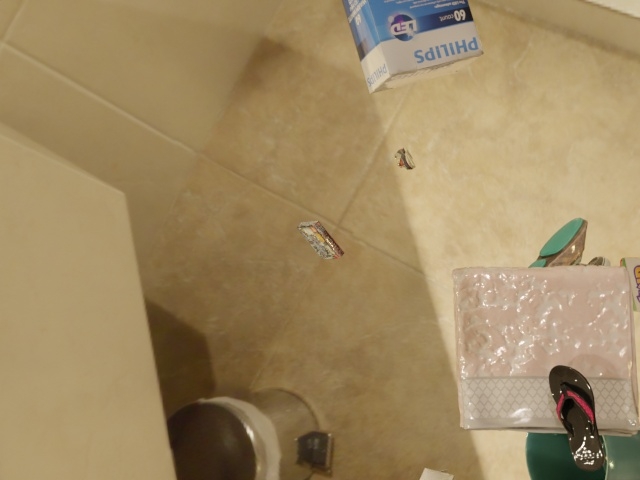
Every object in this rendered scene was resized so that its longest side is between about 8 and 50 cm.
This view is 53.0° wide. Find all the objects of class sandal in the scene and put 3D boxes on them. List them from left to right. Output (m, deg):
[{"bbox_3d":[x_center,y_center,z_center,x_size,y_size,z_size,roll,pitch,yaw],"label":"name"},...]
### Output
[{"bbox_3d":[0.435,0.299,1.091,0.067,0.040,0.179,-24,69,34],"label":"sandal"}]

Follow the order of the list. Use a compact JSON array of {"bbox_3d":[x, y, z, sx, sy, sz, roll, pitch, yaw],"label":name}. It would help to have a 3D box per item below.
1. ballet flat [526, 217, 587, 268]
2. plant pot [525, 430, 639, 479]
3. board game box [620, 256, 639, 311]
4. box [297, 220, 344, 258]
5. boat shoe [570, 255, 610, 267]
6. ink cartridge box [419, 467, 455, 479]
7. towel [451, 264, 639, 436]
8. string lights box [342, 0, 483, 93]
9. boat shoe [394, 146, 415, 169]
[{"bbox_3d":[0.618,0.073,1.699,0.316,0.107,0.106,-42,100,-15],"label":"ballet flat"},{"bbox_3d":[0.739,0.580,1.721,0.235,0.293,0.293,11,82,-22],"label":"plant pot"},{"bbox_3d":[0.760,0.099,1.399,0.039,0.259,0.124,1,89,-26],"label":"board game box"},{"bbox_3d":[0.000,0.000,1.945,0.094,0.137,0.027,-6,40,54],"label":"box"},{"bbox_3d":[0.664,0.089,1.626,0.070,0.219,0.078,48,141,6],"label":"boat shoe"},{"bbox_3d":[0.318,0.712,1.783,0.090,0.143,0.092,5,119,29],"label":"ink cartridge box"},{"bbox_3d":[0.421,0.201,1.213,0.332,0.053,0.317,0,74,6],"label":"towel"},{"bbox_3d":[0.093,-0.329,0.793,0.133,0.077,0.259,-17,91,-17],"label":"string lights box"},{"bbox_3d":[0.225,-0.216,1.732,0.043,0.137,0.049,-31,111,14],"label":"boat shoe"}]
